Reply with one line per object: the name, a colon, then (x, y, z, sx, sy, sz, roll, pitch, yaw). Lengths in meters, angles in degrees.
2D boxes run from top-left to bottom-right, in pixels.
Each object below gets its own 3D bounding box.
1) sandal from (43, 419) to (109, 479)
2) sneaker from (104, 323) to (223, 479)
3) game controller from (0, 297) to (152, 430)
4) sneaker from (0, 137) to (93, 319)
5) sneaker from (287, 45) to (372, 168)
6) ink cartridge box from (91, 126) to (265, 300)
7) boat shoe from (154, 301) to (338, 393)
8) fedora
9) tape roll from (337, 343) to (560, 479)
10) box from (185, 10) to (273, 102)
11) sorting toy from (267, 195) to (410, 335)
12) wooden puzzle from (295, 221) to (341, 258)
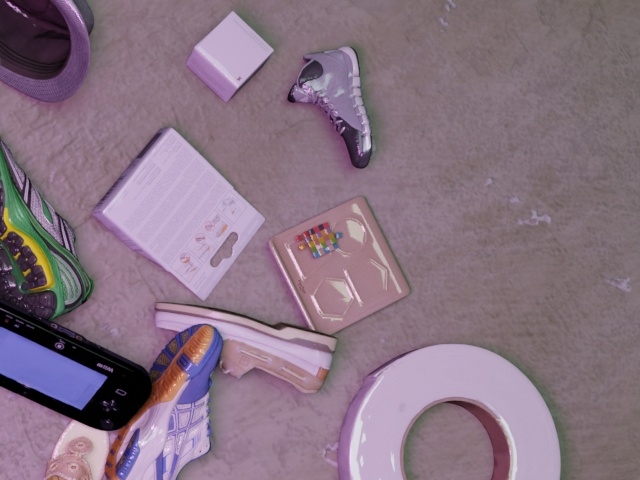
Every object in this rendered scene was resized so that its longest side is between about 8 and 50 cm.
sandal: (-0.387, 0.378, 1.748, 0.088, 0.079, 0.240, 27, 73, -10)
sneaker: (-0.218, 0.271, 1.792, 0.131, 0.112, 0.296, 28, 96, -26)
game controller: (-0.413, 0.184, 1.711, 0.319, 0.166, 0.067, 28, 48, -17)
sneaker: (-0.476, -0.026, 1.791, 0.146, 0.134, 0.343, -5, 65, -61)
sneaker: (0.010, -0.227, 1.990, 0.132, 0.086, 0.228, -5, 71, -13)
ink cartridge box: (-0.234, -0.042, 1.902, 0.232, 0.066, 0.189, 46, 69, -27)
boat shoe: (-0.128, 0.172, 1.847, 0.302, 0.113, 0.103, 14, 90, -3)
fedora: (-0.459, -0.365, 1.820, 0.275, 0.243, 0.124, 31, 43, 0)
tape roll: (0.219, 0.368, 1.938, 0.392, 0.072, 0.392, 3, 79, -16)
box: (-0.155, -0.312, 1.945, 0.101, 0.087, 0.102, 43, 71, -5)
sorting toy: (0.032, 0.046, 1.965, 0.208, 0.038, 0.193, -26, 88, -24)
wooden puzzle: (0.000, 0.000, 1.938, 0.083, 0.006, 0.049, -25, 87, -24)
